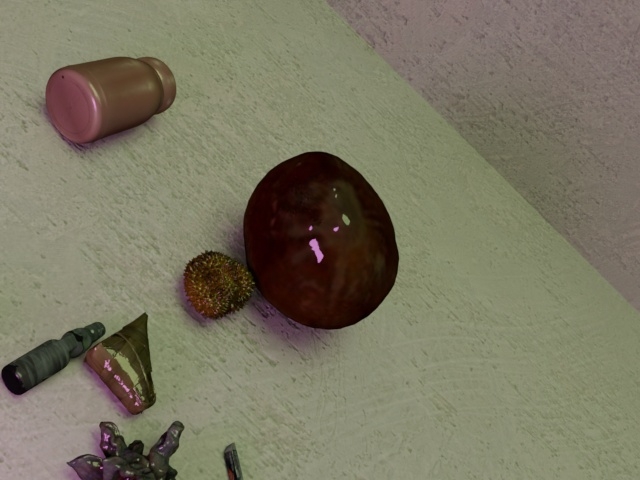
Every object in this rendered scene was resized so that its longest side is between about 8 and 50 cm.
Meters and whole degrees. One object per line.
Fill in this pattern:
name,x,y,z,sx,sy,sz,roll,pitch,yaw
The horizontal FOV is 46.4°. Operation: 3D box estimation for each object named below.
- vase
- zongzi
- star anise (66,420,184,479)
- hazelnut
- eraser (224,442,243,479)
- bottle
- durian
vase,-0.476,0.204,1.361,0.060,0.060,0.211,50,38,4
zongzi,-0.347,0.237,1.444,0.160,0.078,0.176,54,31,0
star anise,-0.301,0.428,1.290,0.282,0.129,0.212,62,24,12
hazelnut,0.000,0.000,1.708,0.353,0.420,0.420,-7,54,-2
eraser,-0.169,0.445,1.457,0.019,0.027,0.099,13,50,-45
bottle,-0.486,-0.349,1.748,0.207,0.173,0.297,22,32,24
durian,-0.223,0.097,1.632,0.158,0.137,0.168,19,30,-54
